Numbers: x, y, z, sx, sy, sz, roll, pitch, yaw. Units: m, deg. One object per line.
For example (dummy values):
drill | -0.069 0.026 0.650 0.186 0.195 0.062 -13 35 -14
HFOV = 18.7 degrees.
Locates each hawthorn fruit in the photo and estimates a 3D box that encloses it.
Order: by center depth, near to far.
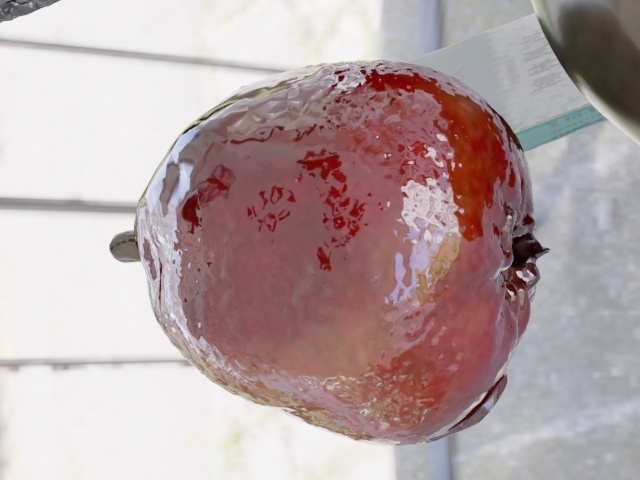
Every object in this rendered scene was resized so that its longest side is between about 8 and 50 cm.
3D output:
hawthorn fruit | 0.000 0.000 1.351 0.307 0.265 0.265 2 90 24

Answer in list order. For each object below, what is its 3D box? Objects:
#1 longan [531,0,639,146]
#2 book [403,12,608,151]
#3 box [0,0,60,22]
longan | 0.286 -0.165 1.264 0.350 0.288 0.288 46 128 8
book | 0.164 -0.135 1.733 0.264 0.379 0.031 -90 -22 -65
box | -0.260 -0.269 1.613 0.213 0.042 0.201 -13 59 21
